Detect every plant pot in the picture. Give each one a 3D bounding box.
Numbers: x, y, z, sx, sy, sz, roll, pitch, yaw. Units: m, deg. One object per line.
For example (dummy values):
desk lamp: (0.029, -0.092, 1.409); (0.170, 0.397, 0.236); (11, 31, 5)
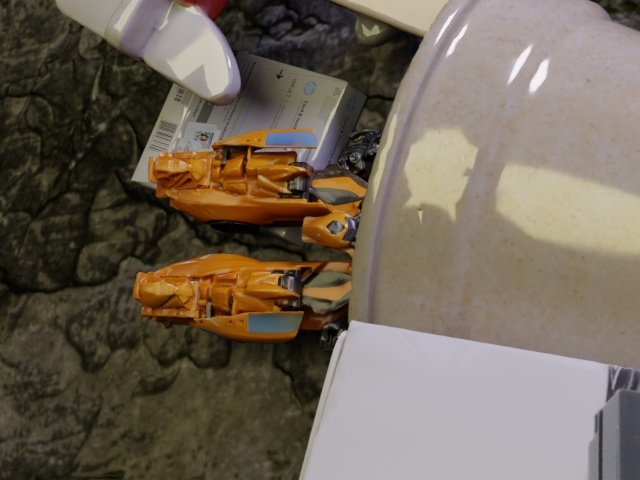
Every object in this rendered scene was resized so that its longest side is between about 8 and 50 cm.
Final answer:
plant pot: (0.230, 0.010, 1.057); (0.305, 0.334, 0.333); (17, 82, 24)

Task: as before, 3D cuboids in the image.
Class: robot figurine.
robot figurine: (0.000, 0.000, 1.298); (0.291, 0.085, 0.211); (-1, 76, 20)

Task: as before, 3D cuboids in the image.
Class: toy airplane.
toy airplane: (-0.052, -0.301, 1.379); (0.384, 0.272, 0.386); (-18, 90, 31)

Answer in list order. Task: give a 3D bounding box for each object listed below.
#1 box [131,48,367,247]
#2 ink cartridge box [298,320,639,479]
box: (-0.065, -0.089, 1.432); (0.186, 0.038, 0.145); (19, 84, 37)
ink cartridge box: (0.204, 0.201, 0.925); (0.395, 0.285, 0.166); (9, 65, 20)
